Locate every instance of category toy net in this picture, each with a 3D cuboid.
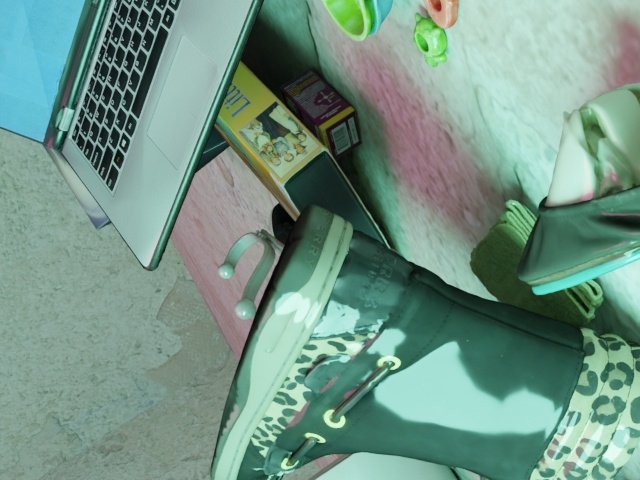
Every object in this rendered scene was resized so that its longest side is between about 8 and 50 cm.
[{"bbox_3d":[0.042,-0.211,0.613,0.122,0.045,0.232,52,166,25],"label":"toy net"}]

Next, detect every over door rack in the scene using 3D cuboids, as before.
[{"bbox_3d":[0.044,0.101,0.932,0.239,0.108,0.324,39,166,-26],"label":"over door rack"}]

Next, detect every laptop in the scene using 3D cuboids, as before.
[{"bbox_3d":[-0.288,-0.238,0.933,0.408,0.236,0.382,47,122,39],"label":"laptop"}]

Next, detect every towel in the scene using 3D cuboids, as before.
[{"bbox_3d":[0.171,0.031,0.742,0.110,0.027,0.148,54,165,14],"label":"towel"}]

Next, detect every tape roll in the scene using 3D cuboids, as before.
[{"bbox_3d":[0.089,0.404,1.432,0.169,0.246,0.246,56,167,10],"label":"tape roll"}]

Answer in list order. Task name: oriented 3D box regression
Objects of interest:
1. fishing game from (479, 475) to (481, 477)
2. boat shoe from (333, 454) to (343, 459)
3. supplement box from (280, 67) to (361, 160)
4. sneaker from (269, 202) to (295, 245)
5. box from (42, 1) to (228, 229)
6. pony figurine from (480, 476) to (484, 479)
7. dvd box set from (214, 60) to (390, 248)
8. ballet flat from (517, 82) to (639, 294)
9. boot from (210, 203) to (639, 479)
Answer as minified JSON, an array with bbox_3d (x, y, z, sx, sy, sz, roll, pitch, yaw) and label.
[{"bbox_3d":[0.271,0.421,1.256,0.264,0.041,0.189,60,170,-11],"label":"fishing game"},{"bbox_3d":[0.129,0.443,1.709,0.116,0.097,0.324,-39,85,36],"label":"boat shoe"},{"bbox_3d":[0.001,-0.131,0.958,0.083,0.043,0.055,49,167,33],"label":"supplement box"},{"bbox_3d":[0.000,0.000,1.237,0.217,0.079,0.121,62,151,33],"label":"sneaker"},{"bbox_3d":[-0.309,-0.211,1.416,0.294,0.183,0.296,57,144,-3],"label":"box"},{"bbox_3d":[0.247,0.363,0.809,0.363,0.303,0.351,-139,53,-61],"label":"pony figurine"},{"bbox_3d":[-0.076,-0.125,1.082,0.420,0.062,0.307,49,178,34],"label":"dvd box set"},{"bbox_3d":[0.178,-0.037,0.442,0.096,0.095,0.280,68,157,0],"label":"ballet flat"},{"bbox_3d":[0.070,0.145,0.750,0.284,0.138,0.377,19,138,0],"label":"boot"}]
